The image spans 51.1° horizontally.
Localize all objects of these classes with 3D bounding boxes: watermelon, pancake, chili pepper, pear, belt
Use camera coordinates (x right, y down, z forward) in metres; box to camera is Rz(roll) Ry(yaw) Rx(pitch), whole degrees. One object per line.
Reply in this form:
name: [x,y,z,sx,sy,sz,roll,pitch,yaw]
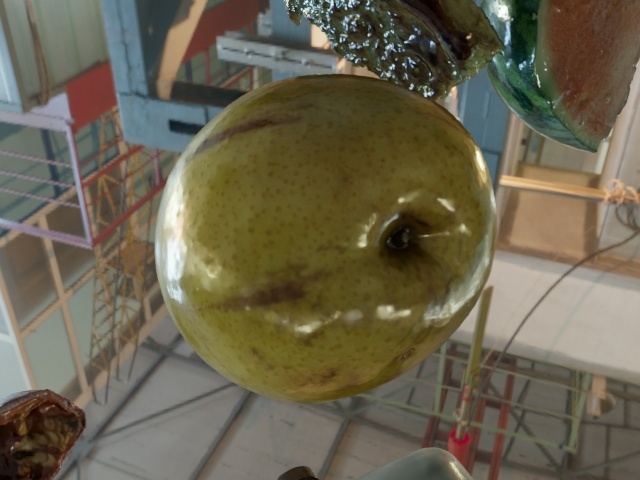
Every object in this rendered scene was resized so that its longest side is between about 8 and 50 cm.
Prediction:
watermelon: [0.375,-0.267,1.070,0.292,0.319,0.222,8,-109,-25]
pancake: [0.062,-0.341,1.002,0.427,0.305,0.067,39,-110,10]
chili pepper: [-0.586,0.410,1.280,0.251,0.229,0.305,-11,170,-45]
pear: [0.000,0.000,0.609,0.315,0.314,0.314,0,-147,0]
belt: [-0.042,0.370,0.990,0.083,0.059,0.036,-39,-153,-8]

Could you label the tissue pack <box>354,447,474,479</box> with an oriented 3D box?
tissue pack: [0.088,0.440,0.902,0.333,0.236,0.229,-32,-104,-9]
